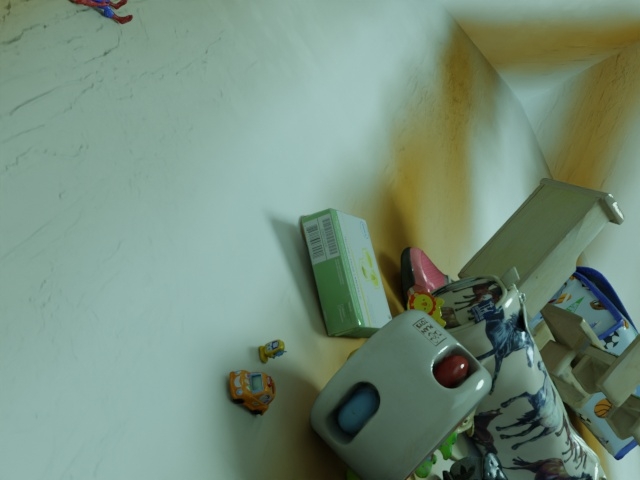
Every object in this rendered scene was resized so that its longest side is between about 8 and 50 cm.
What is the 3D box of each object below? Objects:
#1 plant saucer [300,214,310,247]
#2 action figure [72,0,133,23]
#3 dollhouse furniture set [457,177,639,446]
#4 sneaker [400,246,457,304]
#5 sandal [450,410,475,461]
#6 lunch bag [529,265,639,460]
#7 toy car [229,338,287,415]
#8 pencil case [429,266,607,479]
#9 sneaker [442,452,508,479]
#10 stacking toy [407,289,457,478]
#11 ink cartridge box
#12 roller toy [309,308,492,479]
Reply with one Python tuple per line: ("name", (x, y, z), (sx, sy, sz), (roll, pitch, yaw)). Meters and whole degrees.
("plant saucer", (0.000, 0.000, 1.438), (0.083, 0.013, 0.083), (49, 26, -33))
("action figure", (-0.260, -0.283, 1.151), (0.115, 0.030, 0.038), (10, 61, -62))
("dollhouse furniture set", (0.472, 0.121, 1.830), (0.394, 0.256, 0.362), (50, -13, -28))
("sneaker", (0.249, 0.122, 1.702), (0.314, 0.136, 0.116), (55, 21, -19))
("sandal", (0.196, 0.251, 1.503), (0.240, 0.079, 0.088), (48, 25, -35))
("lunch bag", (0.629, 0.250, 2.326), (0.328, 0.239, 0.385), (53, 7, -22))
("toy car", (-0.065, 0.135, 1.085), (0.060, 0.040, 0.122), (51, 24, -28))
("pencil case", (0.310, 0.251, 1.602), (0.410, 0.183, 0.160), (61, 21, -16))
("sneaker", (0.208, 0.371, 1.370), (0.268, 0.101, 0.153), (37, 32, -60))
("stacking toy", (0.136, 0.198, 1.341), (0.167, 0.052, 0.221), (98, -10, -66))
("ink cartridge box", (0.062, 0.055, 1.439), (0.235, 0.056, 0.171), (14, 59, -61))
("roller toy", (0.089, 0.179, 1.155), (0.146, 0.209, 0.191), (44, -15, 14))
